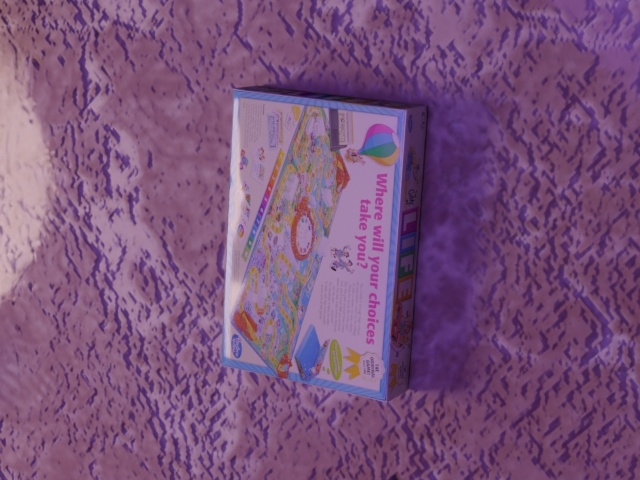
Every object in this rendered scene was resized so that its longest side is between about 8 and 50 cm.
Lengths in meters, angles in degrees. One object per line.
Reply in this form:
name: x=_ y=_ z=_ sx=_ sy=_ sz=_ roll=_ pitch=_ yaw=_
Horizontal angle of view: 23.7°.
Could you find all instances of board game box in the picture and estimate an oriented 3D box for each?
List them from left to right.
board game box: x=0.000 y=0.000 z=0.807 sx=0.103 sy=0.026 sz=0.154 roll=10 pitch=104 yaw=28
